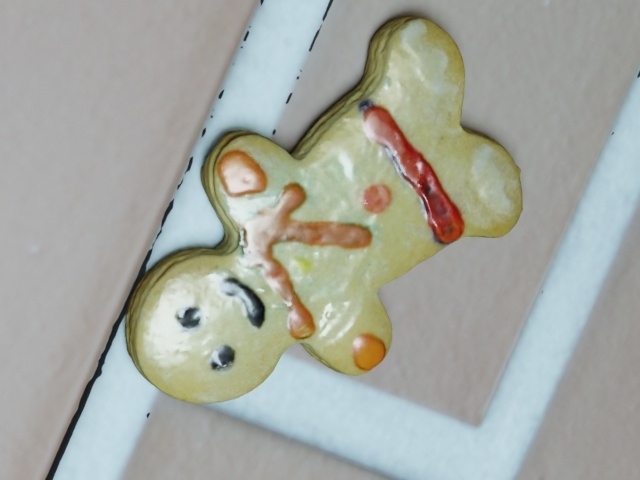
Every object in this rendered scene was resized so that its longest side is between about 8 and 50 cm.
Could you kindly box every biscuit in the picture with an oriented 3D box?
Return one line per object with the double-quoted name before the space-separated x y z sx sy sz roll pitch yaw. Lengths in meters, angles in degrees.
"biscuit" 0.000 0.000 1.020 0.234 0.030 0.153 -36 110 -12
